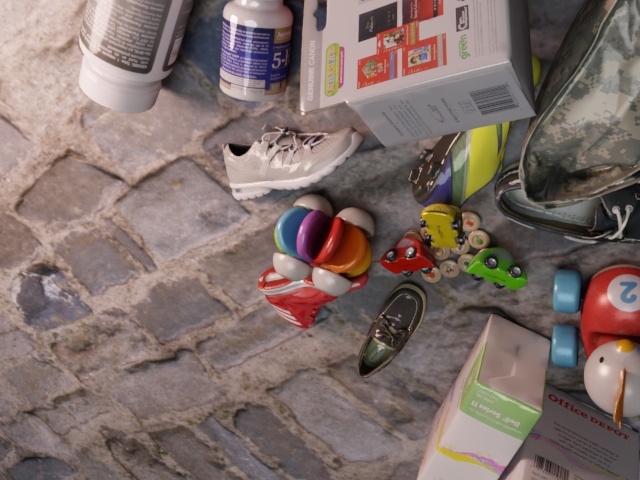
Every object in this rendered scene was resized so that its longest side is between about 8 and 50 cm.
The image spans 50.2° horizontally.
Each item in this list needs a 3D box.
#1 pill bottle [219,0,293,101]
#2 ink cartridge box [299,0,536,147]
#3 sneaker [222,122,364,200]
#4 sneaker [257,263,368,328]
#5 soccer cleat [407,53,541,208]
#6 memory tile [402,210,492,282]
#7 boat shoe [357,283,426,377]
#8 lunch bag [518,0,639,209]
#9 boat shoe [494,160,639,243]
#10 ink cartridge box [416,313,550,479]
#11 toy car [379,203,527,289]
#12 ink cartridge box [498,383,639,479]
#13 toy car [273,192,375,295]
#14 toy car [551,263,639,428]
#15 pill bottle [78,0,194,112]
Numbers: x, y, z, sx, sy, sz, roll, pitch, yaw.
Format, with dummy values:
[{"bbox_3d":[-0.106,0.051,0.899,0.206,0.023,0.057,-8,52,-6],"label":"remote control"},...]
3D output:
[{"bbox_3d":[-0.102,-0.328,1.091,0.112,0.112,0.186,17,123,14],"label":"pill bottle"},{"bbox_3d":[0.122,-0.296,0.894,0.272,0.309,0.130,-8,157,28],"label":"ink cartridge box"},{"bbox_3d":[-0.061,-0.150,1.175,0.282,0.105,0.115,-14,111,30],"label":"sneaker"},{"bbox_3d":[0.001,0.102,1.322,0.221,0.087,0.128,-4,133,25],"label":"sneaker"},{"bbox_3d":[0.252,-0.160,1.061,0.121,0.093,0.289,19,124,-24],"label":"soccer cleat"},{"bbox_3d":[0.227,0.013,1.196,0.148,0.012,0.113,-19,108,31],"label":"memory tile"},{"bbox_3d":[0.131,0.180,1.293,0.080,0.073,0.223,30,125,6],"label":"boat shoe"},{"bbox_3d":[0.369,-0.187,0.885,0.169,0.235,0.287,29,125,3],"label":"lunch bag"},{"bbox_3d":[0.414,-0.042,1.034,0.303,0.091,0.114,10,121,19],"label":"boat shoe"},{"bbox_3d":[0.278,0.335,1.232,0.119,0.207,0.353,24,124,9],"label":"ink cartridge box"},{"bbox_3d":[0.237,0.020,1.134,0.225,0.053,0.239,21,153,-6],"label":"toy car"},{"bbox_3d":[0.421,0.409,1.169,0.202,0.278,0.117,27,128,8],"label":"ink cartridge box"},{"bbox_3d":[0.000,0.000,1.185,0.182,0.136,0.159,20,81,13],"label":"toy car"},{"bbox_3d":[0.464,0.173,1.042,0.219,0.238,0.210,3,118,22],"label":"toy car"},{"bbox_3d":[-0.305,-0.367,1.130,0.161,0.161,0.283,32,125,4],"label":"pill bottle"}]
